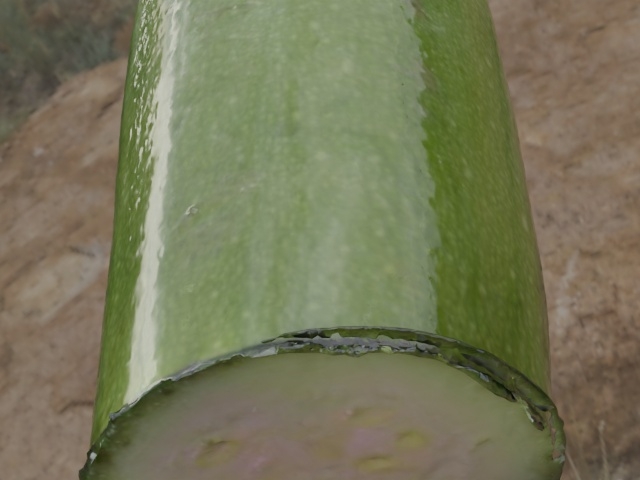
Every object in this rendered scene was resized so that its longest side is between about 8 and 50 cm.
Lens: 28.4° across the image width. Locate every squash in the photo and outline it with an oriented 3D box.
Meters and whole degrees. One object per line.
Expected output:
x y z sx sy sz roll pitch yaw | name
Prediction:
0.000 0.000 0.769 0.263 0.263 0.384 -17 44 15 | squash
